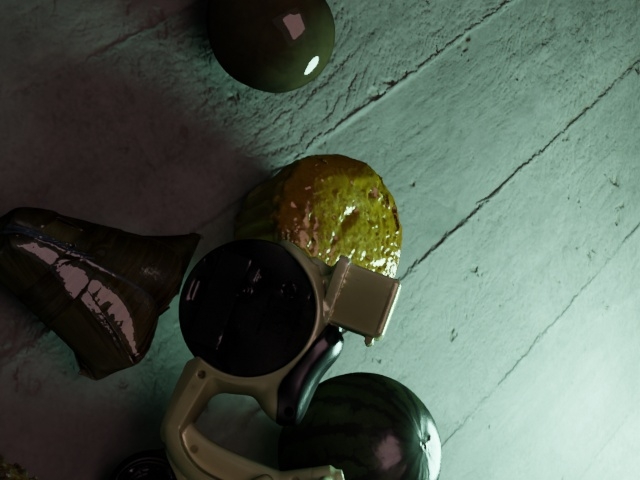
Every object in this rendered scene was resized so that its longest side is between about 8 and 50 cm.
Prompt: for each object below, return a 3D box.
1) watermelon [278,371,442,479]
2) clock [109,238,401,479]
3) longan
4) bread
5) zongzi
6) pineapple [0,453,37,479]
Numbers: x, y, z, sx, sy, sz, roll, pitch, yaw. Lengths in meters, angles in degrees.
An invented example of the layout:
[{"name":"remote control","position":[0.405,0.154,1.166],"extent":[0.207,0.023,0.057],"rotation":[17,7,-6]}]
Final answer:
[{"name":"watermelon","position":[0.048,0.273,1.461],"extent":[0.212,0.212,0.212],"rotation":[7,79,-41]},{"name":"clock","position":[-0.069,0.187,1.320],"extent":[0.120,0.276,0.379],"rotation":[59,48,-81]},{"name":"longan","position":[-0.066,-0.280,1.472],"extent":[0.167,0.167,0.187],"rotation":[-3,73,-42]},{"name":"bread","position":[0.004,0.000,1.506],"extent":[0.240,0.139,0.240],"rotation":[7,80,-42]},{"name":"zongzi","position":[-0.249,0.005,1.303],"extent":[0.221,0.112,0.242],"rotation":[49,47,-25]},{"name":"pineapple","position":[-0.305,0.277,1.096],"extent":[0.157,0.278,0.158],"rotation":[8,77,-38]}]
